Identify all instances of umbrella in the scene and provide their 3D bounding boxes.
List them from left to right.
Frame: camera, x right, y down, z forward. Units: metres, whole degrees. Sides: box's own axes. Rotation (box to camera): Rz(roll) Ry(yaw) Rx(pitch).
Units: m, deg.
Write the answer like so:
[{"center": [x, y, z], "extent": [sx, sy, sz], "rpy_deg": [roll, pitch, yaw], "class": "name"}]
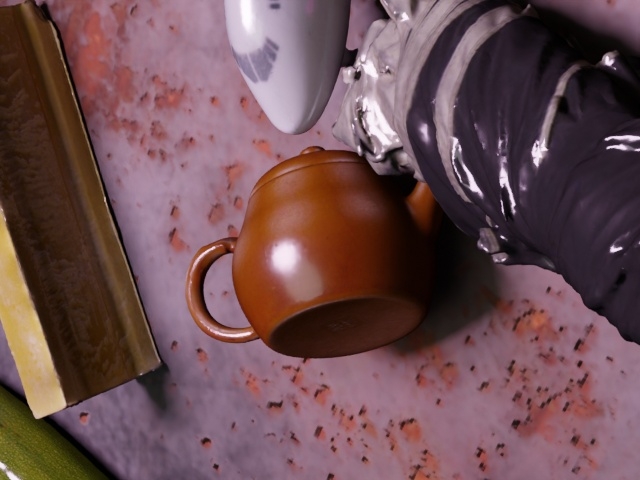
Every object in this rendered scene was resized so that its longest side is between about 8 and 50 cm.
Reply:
[{"center": [0.121, -0.017, 0.656], "extent": [0.113, 0.106, 0.358], "rpy_deg": [-61, 33, 12], "class": "umbrella"}]

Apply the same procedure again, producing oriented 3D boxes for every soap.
[{"center": [-0.175, -0.023, 0.968], "extent": [0.037, 0.092, 0.252], "rpy_deg": [-17, 92, 37], "class": "soap"}]

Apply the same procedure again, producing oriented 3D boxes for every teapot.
[{"center": [0.000, 0.000, 0.835], "extent": [0.173, 0.116, 0.116], "rpy_deg": [-22, 88, 22], "class": "teapot"}]

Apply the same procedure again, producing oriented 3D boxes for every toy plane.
[{"center": [-0.015, -0.182, 0.789], "extent": [0.251, 0.101, 0.255], "rpy_deg": [-6, 92, 39], "class": "toy plane"}]

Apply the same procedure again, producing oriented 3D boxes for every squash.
[{"center": [-0.206, 0.150, 1.056], "extent": [0.252, 0.066, 0.066], "rpy_deg": [35, 121, 25], "class": "squash"}]
